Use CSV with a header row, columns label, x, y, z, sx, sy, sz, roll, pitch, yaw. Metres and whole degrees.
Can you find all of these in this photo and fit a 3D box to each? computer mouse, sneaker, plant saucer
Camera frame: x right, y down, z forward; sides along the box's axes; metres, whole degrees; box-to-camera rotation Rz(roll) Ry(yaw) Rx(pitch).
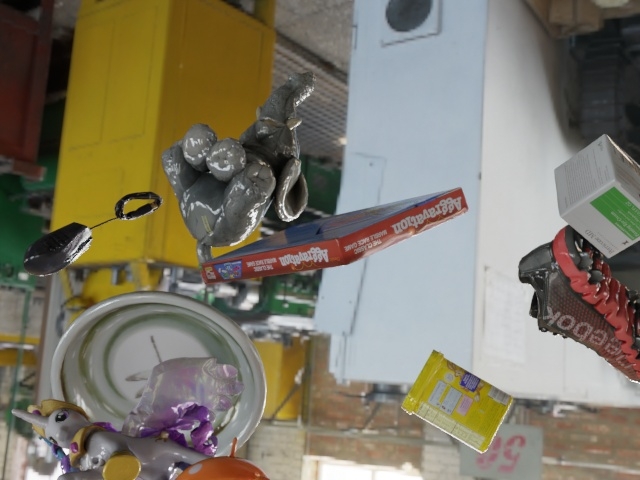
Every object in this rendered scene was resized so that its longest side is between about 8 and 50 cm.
label,x,y,z,sx,sy,sz,roll,pitch,yaw
computer mouse,-0.344,-0.010,1.286,0.242,0.041,0.071,-32,147,-27
sneaker,0.375,0.101,1.169,0.135,0.098,0.276,-26,114,37
plant saucer,-0.300,0.255,1.577,0.400,0.401,0.101,4,-155,-3

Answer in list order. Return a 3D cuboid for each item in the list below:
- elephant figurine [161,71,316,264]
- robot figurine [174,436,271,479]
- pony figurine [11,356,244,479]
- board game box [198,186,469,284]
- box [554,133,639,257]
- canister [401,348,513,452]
label,x,y,z,sx,sy,sz,roll,pitch,yaw
elephant figurine,-0.082,-0.097,1.114,0.186,0.169,0.239,-36,178,35
robot figurine,-0.101,0.326,0.880,0.128,0.220,0.158,-11,139,-6
pony figurine,-0.263,0.329,1.277,0.350,0.303,0.363,17,178,-36
board game box,0.000,0.000,0.818,0.145,0.027,0.281,-24,-173,-31
box,0.365,-0.056,1.057,0.101,0.102,0.087,36,129,-21
canister,0.253,0.298,1.532,0.169,0.126,0.073,29,163,12
